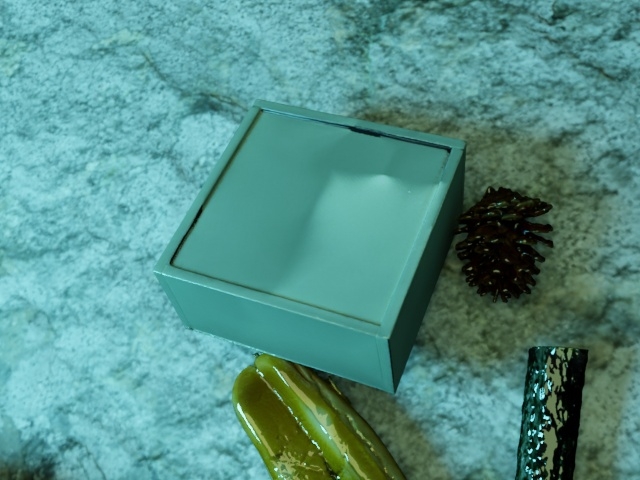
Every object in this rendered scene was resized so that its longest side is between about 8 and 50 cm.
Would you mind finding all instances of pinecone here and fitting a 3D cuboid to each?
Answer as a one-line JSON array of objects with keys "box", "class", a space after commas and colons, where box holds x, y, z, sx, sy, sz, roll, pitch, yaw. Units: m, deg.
[{"box": [0.176, 0.004, 0.752, 0.102, 0.102, 0.109, 16, 104, 18], "class": "pinecone"}]

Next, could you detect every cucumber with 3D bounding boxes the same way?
[{"box": [0.206, 0.202, 0.692, 0.052, 0.058, 0.214, 14, 76, -18], "class": "cucumber"}]

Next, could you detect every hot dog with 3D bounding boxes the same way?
[{"box": [0.006, 0.211, 0.731, 0.109, 0.072, 0.269, -36, 69, -2], "class": "hot dog"}]

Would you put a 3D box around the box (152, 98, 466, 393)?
[{"box": [0.000, 0.000, 0.748, 0.225, 0.117, 0.225, 15, 58, 18], "class": "box"}]
